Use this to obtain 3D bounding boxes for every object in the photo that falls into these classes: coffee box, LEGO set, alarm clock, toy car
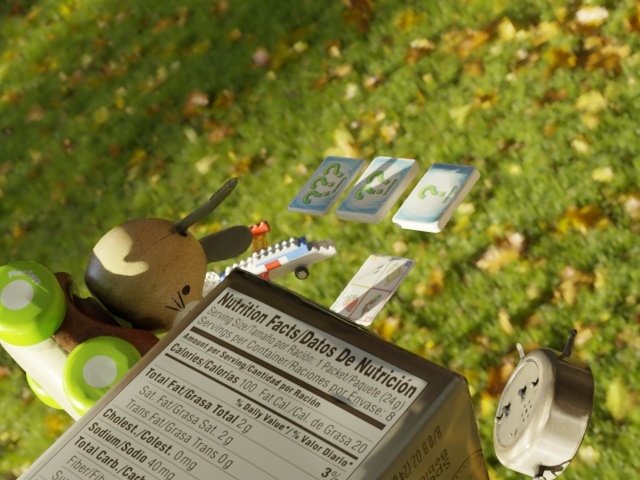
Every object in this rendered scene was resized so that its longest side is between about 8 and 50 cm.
[{"bbox_3d":[-0.065,0.176,0.442,0.119,0.168,0.297,23,55,36],"label":"coffee box"},{"bbox_3d":[0.000,0.000,1.080,0.182,0.060,0.244,10,51,42],"label":"LEGO set"},{"bbox_3d":[0.220,0.189,1.263,0.129,0.064,0.192,121,163,-48],"label":"alarm clock"},{"bbox_3d":[-0.112,0.043,0.854,0.149,0.155,0.188,39,71,18],"label":"toy car"}]
